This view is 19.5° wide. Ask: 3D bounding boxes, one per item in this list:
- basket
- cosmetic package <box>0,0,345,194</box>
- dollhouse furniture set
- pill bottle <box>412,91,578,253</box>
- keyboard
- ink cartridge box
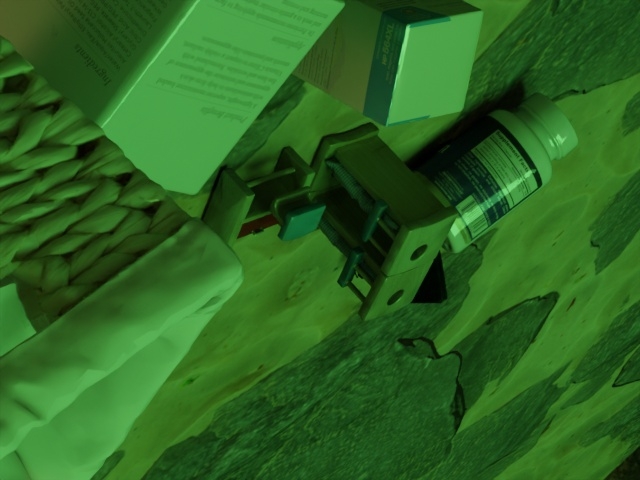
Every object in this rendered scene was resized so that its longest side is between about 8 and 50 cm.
[{"bbox_3d":[-0.277,0.078,0.993,0.328,0.266,0.331,-37,171,-45],"label":"basket"},{"bbox_3d":[-0.117,-0.151,1.273,0.183,0.151,0.151,-50,152,17],"label":"cosmetic package"},{"bbox_3d":[0.000,0.000,1.696,0.184,0.129,0.129,-20,147,-39],"label":"dollhouse furniture set"},{"bbox_3d":[0.171,-0.072,1.860,0.169,0.094,0.094,-37,154,-9],"label":"pill bottle"},{"bbox_3d":[0.071,-0.004,1.861,0.100,0.038,0.192,1,143,11],"label":"keyboard"},{"bbox_3d":[0.043,-0.165,1.501,0.092,0.143,0.090,-16,127,-42],"label":"ink cartridge box"}]
